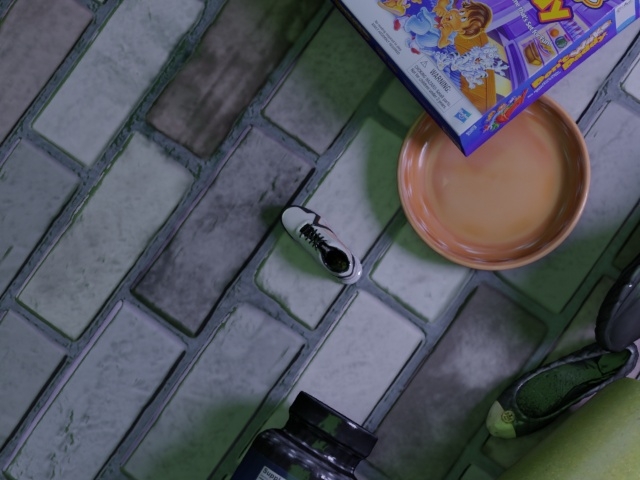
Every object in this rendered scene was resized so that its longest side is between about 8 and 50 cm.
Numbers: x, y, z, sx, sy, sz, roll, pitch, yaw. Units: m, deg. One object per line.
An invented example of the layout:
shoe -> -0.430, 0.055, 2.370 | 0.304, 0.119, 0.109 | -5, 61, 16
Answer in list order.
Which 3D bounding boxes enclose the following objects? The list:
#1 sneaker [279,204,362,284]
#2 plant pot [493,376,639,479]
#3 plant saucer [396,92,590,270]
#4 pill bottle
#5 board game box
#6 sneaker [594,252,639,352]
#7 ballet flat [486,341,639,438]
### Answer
sneaker -> 0.000, 0.000, 1.964 | 0.109, 0.044, 0.040 | 41, 91, 13
plant pot -> 0.270, 0.279, 1.793 | 0.276, 0.276, 0.254 | 42, 78, 11
plant saucer -> 0.180, -0.066, 1.952 | 0.200, 0.037, 0.200 | -1, 82, 9
pill bottle -> -0.037, 0.267, 1.890 | 0.123, 0.123, 0.219 | 31, 86, 11
board game box -> 0.128, -0.293, 1.948 | 0.233, 0.078, 0.347 | -39, 72, -1
sneaker -> 0.397, 0.025, 1.864 | 0.286, 0.109, 0.130 | -40, 85, -6
ballet flat -> 0.242, 0.145, 1.905 | 0.173, 0.049, 0.057 | -31, 78, 3
